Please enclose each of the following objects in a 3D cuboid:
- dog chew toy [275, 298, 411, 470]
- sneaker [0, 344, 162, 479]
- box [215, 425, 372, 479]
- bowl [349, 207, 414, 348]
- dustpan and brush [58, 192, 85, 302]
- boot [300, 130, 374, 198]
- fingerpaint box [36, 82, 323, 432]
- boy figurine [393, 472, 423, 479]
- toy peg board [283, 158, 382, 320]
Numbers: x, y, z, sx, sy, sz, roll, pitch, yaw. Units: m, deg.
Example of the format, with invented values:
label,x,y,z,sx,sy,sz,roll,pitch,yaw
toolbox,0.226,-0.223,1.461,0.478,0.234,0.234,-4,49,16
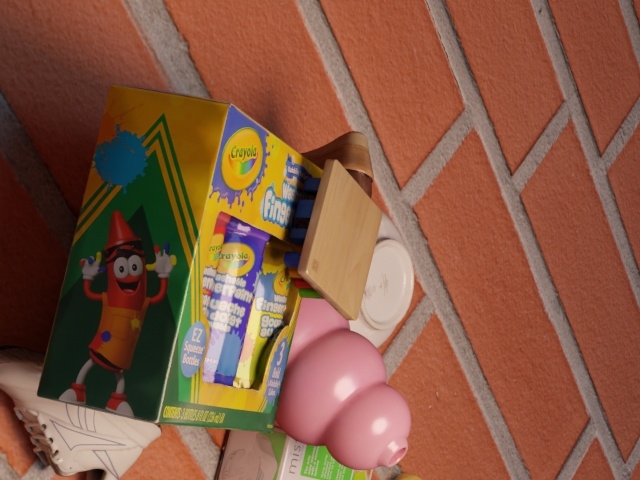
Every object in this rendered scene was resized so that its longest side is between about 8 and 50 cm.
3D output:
label,x,y,z,sx,sy,sz,roll,pitch,yaw
dog chew toy,-0.002,0.197,2.129,0.206,0.332,0.206,-35,152,-22
sneaker,-0.326,0.232,1.922,0.297,0.111,0.129,42,73,-42
box,-0.055,0.419,2.262,0.231,0.127,0.262,26,75,-51
bowl,0.054,0.062,2.345,0.298,0.134,0.298,-7,99,-51
dustpan and brush,-0.295,0.045,1.963,0.147,0.060,0.211,-5,75,-57
boot,-0.009,-0.027,2.153,0.090,0.248,0.207,17,62,-24
fingerpaint box,-0.148,0.041,1.866,0.445,0.163,0.371,31,70,-73
boy figurine,0.103,0.521,2.496,0.285,0.092,0.177,-55,130,-27
toy peg board,0.000,0.000,1.951,0.160,0.079,0.161,45,53,-54
